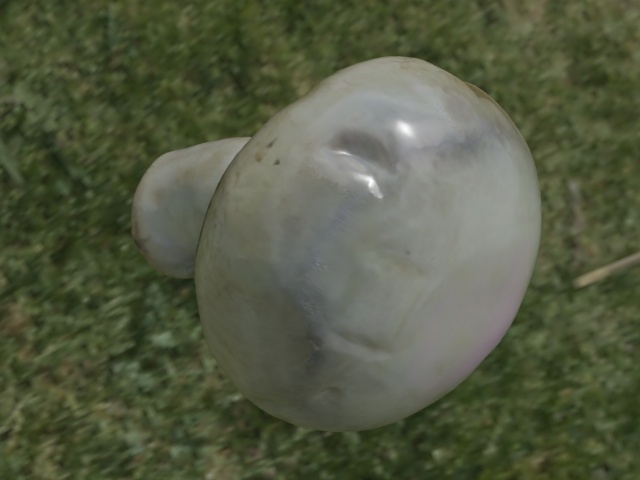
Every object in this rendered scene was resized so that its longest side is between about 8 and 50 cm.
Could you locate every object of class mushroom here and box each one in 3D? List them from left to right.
[{"bbox_3d":[0.014,0.022,1.573,0.315,0.356,0.315,45,28,-33],"label":"mushroom"}]
